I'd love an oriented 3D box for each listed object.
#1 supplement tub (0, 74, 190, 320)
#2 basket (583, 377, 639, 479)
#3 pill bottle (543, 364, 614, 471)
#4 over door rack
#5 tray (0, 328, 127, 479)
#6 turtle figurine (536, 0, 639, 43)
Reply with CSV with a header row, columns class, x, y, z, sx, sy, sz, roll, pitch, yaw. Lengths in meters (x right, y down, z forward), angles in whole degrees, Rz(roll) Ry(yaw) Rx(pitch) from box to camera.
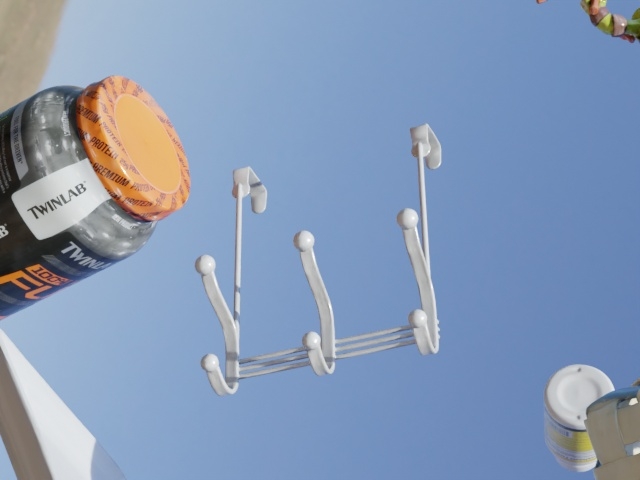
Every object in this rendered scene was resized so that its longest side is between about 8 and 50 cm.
class,x,y,z,sx,sy,sz,roll,pitch,yaw
supplement tub,-0.327,-0.039,1.503,0.338,0.207,0.207,-25,-145,22
basket,0.338,0.135,0.861,0.255,0.289,0.201,-30,-119,45
pill bottle,0.240,0.170,1.251,0.116,0.065,0.065,77,22,-55
over door rack,0.000,0.000,1.411,0.240,0.108,0.324,-12,-138,16
tray,-0.156,0.175,0.899,0.030,0.270,0.145,-28,-122,-5
turtle figurine,0.394,-0.240,1.533,0.217,0.270,0.087,-127,-135,-72
